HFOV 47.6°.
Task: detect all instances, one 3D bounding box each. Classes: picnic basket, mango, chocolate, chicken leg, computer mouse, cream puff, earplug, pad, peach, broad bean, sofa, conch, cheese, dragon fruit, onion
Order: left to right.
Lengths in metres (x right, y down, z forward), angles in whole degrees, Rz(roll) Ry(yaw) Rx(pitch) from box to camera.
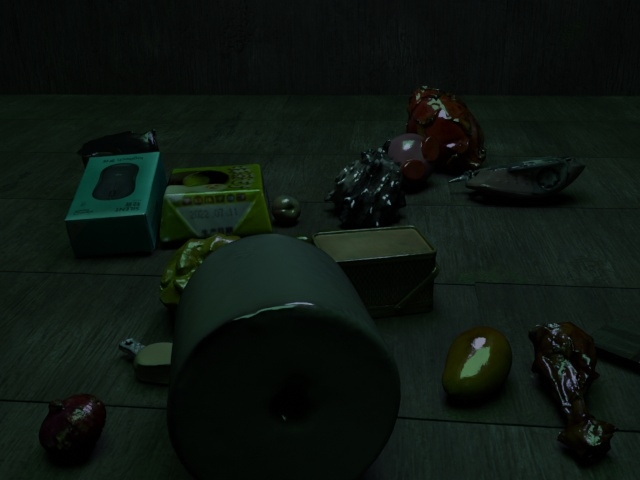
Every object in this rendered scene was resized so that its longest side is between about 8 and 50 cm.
[{"bbox_3d":[-0.381,0.280,1.110,0.107,0.097,0.107,-21,21,8],"label":"onion"},{"bbox_3d":[-0.590,-0.202,2.141,0.182,0.200,0.258,-5,23,17],"label":"sofa"},{"bbox_3d":[-0.305,0.217,1.311,0.171,0.047,0.092,8,22,19],"label":"cheese"},{"bbox_3d":[-0.215,0.088,1.460,0.221,0.194,0.195,-12,25,-14],"label":"cream puff"},{"bbox_3d":[-0.277,-0.105,1.946,0.289,0.137,0.301,-3,22,-5],"label":"chocolate"},{"bbox_3d":[-0.078,0.155,1.118,0.313,0.312,0.394,-5,23,-9],"label":"earplug"},{"bbox_3d":[-0.094,-0.084,1.967,0.083,0.083,0.083,-1,23,0],"label":"peach"},{"bbox_3d":[0.000,0.000,1.802,0.214,0.048,0.070,-1,24,7],"label":"broad bean"},{"bbox_3d":[0.116,-0.143,1.993,0.241,0.186,0.313,-23,38,16],"label":"conch"},{"bbox_3d":[0.110,0.065,1.530,0.267,0.139,0.165,-5,24,-10],"label":"picnic basket"},{"bbox_3d":[0.405,-0.354,2.375,0.315,0.250,0.250,34,23,-8],"label":"dragon fruit"},{"bbox_3d":[0.271,0.215,1.247,0.111,0.089,0.163,-5,30,22],"label":"mango"},{"bbox_3d":[0.569,-0.170,2.105,0.389,0.115,0.199,-8,5,12],"label":"computer mouse"},{"bbox_3d":[0.409,0.245,1.186,0.113,0.093,0.304,-13,28,16],"label":"chicken leg"},{"bbox_3d":[0.576,0.192,1.260,0.250,0.055,0.323,20,5,39],"label":"pad"}]

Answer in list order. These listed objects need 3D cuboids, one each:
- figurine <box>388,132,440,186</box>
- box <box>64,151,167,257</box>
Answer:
[{"bbox_3d":[0.269,-0.247,2.226,0.173,0.173,0.173,-1,23,0],"label":"figurine"},{"bbox_3d":[-0.518,-0.100,1.875,0.205,0.118,0.311,-6,38,2],"label":"box"}]
